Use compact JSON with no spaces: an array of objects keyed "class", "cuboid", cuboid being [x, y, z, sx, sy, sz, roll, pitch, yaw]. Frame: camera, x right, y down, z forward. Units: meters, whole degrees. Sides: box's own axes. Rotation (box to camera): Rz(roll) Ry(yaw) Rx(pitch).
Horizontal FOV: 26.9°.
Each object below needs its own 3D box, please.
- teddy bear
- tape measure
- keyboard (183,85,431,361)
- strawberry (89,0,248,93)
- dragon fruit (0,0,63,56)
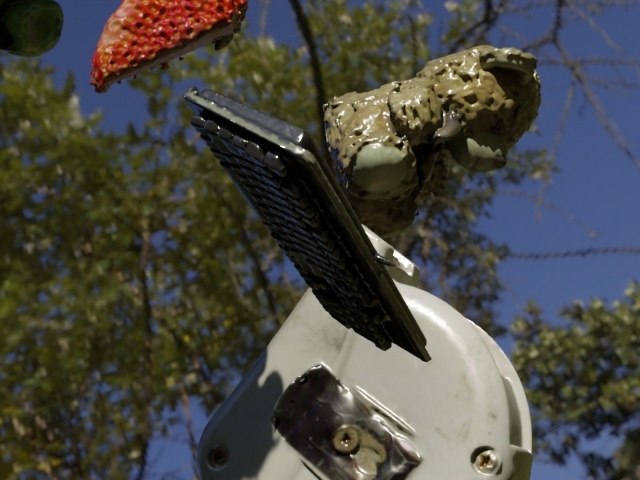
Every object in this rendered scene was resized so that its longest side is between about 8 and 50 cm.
[{"class":"teddy bear","cuboid":[0.130,-0.124,1.493,0.256,0.156,0.267,-19,-16,-4]},{"class":"tape measure","cuboid":[0.041,0.151,1.103,0.258,0.265,0.130,-53,-28,0]},{"class":"keyboard","cuboid":[0.000,0.000,0.724,0.025,0.094,0.230,-53,-34,-14]},{"class":"strawberry","cuboid":[-0.193,-0.277,1.666,0.175,0.106,0.236,-26,3,29]},{"class":"dragon fruit","cuboid":[-0.240,-0.264,0.875,0.268,0.130,0.295,-24,-57,-34]}]
